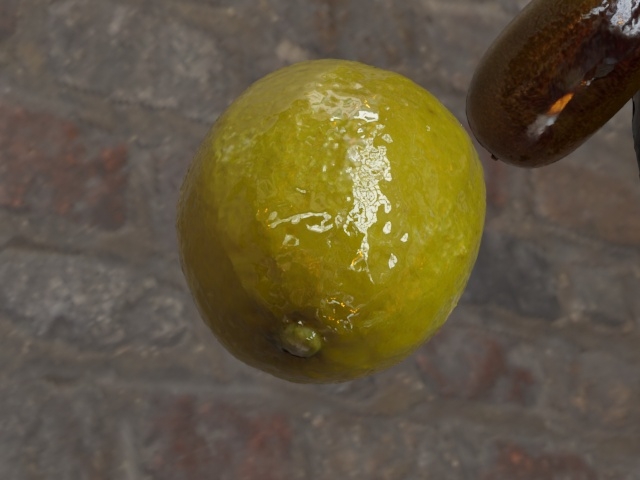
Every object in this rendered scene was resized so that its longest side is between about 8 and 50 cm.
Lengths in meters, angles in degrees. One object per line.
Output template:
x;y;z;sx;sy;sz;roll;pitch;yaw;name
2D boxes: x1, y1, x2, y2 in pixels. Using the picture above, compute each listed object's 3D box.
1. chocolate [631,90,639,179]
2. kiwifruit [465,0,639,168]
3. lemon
0.392;-0.106;0.890;0.384;0.331;0.383;11;62;-20;chocolate
0.127;-0.091;0.878;0.075;0.124;0.075;36;16;-12;kiwifruit
0.000;0.000;1.889;0.364;0.364;0.364;17;61;-33;lemon
